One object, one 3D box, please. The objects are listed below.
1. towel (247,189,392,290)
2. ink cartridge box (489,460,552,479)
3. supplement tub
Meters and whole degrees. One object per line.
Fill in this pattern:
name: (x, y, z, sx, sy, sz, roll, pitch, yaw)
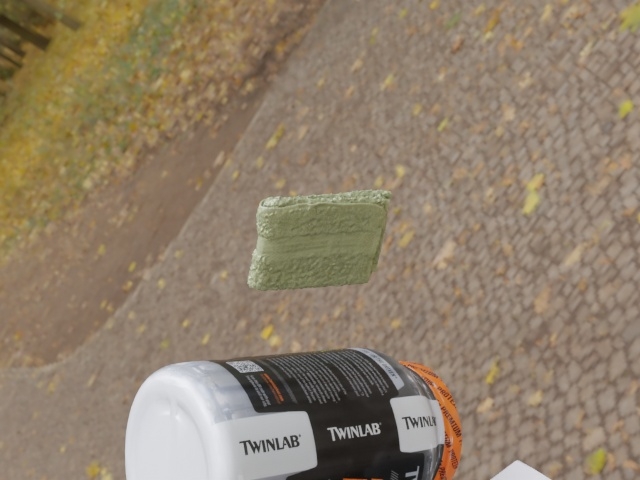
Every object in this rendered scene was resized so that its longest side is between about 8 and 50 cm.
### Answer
towel: (0.000, 0.000, 1.030, 0.027, 0.148, 0.110, 50, 138, 48)
ink cartridge box: (0.242, 0.424, 1.109, 0.198, 0.270, 0.197, -33, 12, -10)
supplement tub: (-0.021, 0.223, 1.114, 0.207, 0.337, 0.207, 1, 91, 52)
